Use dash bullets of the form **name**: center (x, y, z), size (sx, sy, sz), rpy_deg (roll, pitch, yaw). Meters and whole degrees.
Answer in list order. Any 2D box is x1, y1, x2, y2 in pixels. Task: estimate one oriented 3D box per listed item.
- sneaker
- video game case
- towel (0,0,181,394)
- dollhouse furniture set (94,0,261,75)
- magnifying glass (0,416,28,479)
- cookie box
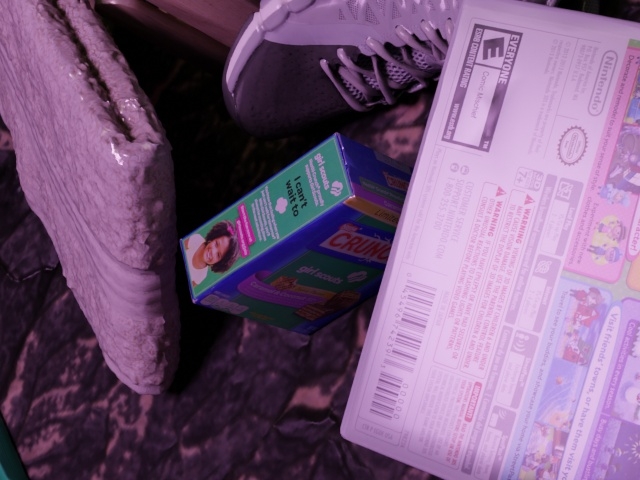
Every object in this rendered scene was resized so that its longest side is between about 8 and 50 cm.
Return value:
- **sneaker**: center (0.051, -0.094, 0.673), size (0.228, 0.086, 0.132), rpy_deg (-38, 55, 23)
- **video game case**: center (0.119, 0.014, 0.570), size (0.193, 0.023, 0.212), rpy_deg (17, 93, 31)
- **towel**: center (-0.148, -0.067, 0.787), size (0.187, 0.049, 0.282), rpy_deg (93, 153, -45)
- **dollhouse furniture set**: center (-0.067, -0.189, 0.783), size (0.144, 0.123, 0.151), rpy_deg (-1, 73, 41)
- **magnifying glass**: center (-0.201, 0.155, 0.842), size (0.231, 0.026, 0.092), rpy_deg (19, 87, 46)
- **cookie box**: center (0.000, 0.000, 0.675), size (0.107, 0.092, 0.040), rpy_deg (-34, 57, 28)
